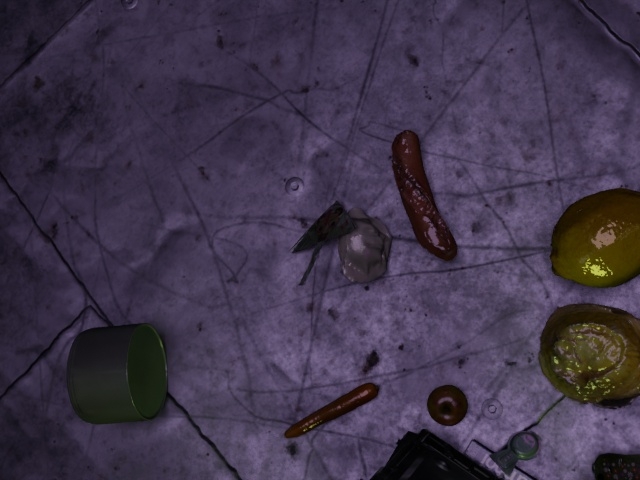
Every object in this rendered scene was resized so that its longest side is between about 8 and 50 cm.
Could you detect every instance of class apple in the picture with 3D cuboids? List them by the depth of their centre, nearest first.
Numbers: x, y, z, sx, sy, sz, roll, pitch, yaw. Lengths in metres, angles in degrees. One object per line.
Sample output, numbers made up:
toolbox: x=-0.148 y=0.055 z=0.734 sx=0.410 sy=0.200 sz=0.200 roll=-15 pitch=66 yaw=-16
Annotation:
apple: x=0.279 y=0.363 z=1.915 sx=0.090 sy=0.074 sz=0.089 roll=-2 pitch=83 yaw=13

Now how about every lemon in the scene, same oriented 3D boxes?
lemon: x=0.601 y=-0.004 z=1.833 sx=0.260 sy=0.204 sz=0.204 roll=-34 pitch=75 yaw=9

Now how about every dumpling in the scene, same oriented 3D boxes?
dumpling: x=0.104 y=0.010 z=2.006 sx=0.127 sy=0.108 sz=0.187 roll=7 pitch=64 yaw=-8

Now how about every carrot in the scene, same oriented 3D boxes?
carrot: x=0.024 y=0.391 z=1.990 sx=0.248 sy=0.043 sz=0.043 roll=-30 pitch=75 yaw=9

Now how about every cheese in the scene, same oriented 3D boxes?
cheese: x=0.424 y=0.449 z=1.868 sx=0.121 sy=0.026 sz=0.067 roll=-30 pitch=57 yaw=-23

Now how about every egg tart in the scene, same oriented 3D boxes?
egg tart: x=0.578 y=0.236 z=1.843 sx=0.232 sy=0.098 sz=0.252 roll=-49 pitch=67 yaw=11

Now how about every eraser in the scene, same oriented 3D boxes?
eraser: x=0.395 y=0.523 z=1.875 sx=0.213 sy=0.046 sz=0.091 roll=31 pitch=90 yaw=16

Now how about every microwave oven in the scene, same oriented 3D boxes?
microwave oven: x=0.164 y=0.588 z=1.717 sx=0.247 sy=0.394 sz=0.333 roll=31 pitch=101 yaw=16

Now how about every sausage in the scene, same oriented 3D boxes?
sausage: x=0.229 y=-0.100 z=2.000 sx=0.087 sy=0.079 sz=0.326 roll=-23 pitch=75 yaw=24

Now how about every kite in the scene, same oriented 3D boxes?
kite: x=0.001 y=0.001 z=2.009 sx=0.229 sy=0.012 sz=0.250 roll=-19 pitch=42 yaw=46

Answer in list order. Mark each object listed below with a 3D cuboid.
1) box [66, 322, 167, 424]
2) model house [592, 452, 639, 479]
box: x=-0.467 y=0.309 z=2.023 sx=0.150 sy=0.226 sz=0.226 roll=-6 pitch=80 yaw=13
model house: x=0.609 y=0.575 z=1.720 sx=0.207 sy=0.154 sz=0.293 roll=-14 pitch=75 yaw=45
